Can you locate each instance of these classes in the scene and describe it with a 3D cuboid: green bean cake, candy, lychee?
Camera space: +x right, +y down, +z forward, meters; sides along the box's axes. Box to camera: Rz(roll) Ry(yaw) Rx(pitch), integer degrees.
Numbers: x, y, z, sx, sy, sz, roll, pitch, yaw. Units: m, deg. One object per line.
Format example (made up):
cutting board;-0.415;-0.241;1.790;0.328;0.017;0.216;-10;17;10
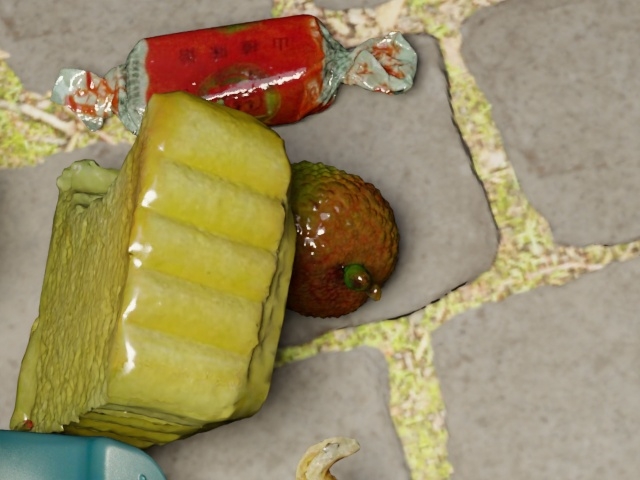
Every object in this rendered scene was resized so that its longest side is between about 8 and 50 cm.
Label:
green bean cake;-0.114;0.030;1.374;0.124;0.236;0.232;16;71;-21
candy;-0.070;-0.126;1.524;0.292;0.059;0.086;-8;66;4
lychee;0.000;0.000;1.432;0.114;0.114;0.146;-39;49;-8

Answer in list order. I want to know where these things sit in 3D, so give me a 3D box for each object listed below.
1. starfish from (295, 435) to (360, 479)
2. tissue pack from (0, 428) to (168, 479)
starfish;0.091;0.275;1.314;0.327;0.094;0.375;43;73;11
tissue pack;-0.238;0.233;1.284;0.206;0.287;0.198;-31;66;30
